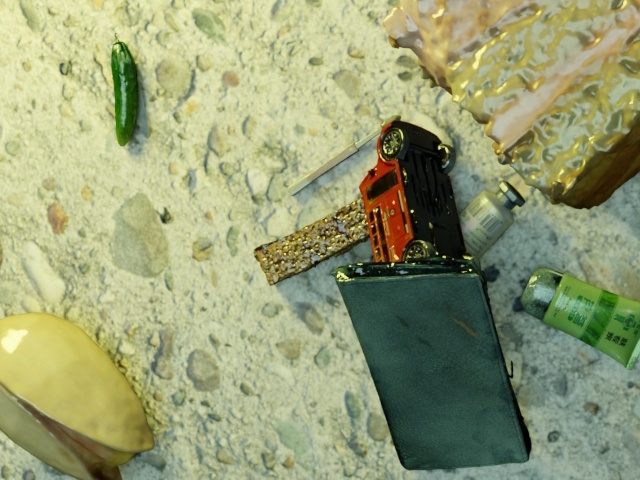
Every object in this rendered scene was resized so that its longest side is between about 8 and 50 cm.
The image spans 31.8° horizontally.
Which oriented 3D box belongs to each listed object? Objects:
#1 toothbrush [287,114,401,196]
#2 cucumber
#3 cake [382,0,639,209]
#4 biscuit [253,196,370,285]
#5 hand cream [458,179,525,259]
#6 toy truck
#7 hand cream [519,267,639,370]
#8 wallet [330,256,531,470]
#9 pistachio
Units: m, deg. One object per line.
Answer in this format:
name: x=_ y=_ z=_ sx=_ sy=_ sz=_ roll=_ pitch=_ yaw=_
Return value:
toothbrush: x=0.033 y=-0.121 z=1.587 sx=0.194 sy=0.017 sz=0.014 roll=-34 pitch=80 yaw=16
cucumber: x=-0.287 y=-0.222 z=1.648 sx=0.039 sy=0.039 sz=0.168 roll=0 pitch=96 yaw=14
cake: x=0.300 y=-0.228 z=1.371 sx=0.293 sy=0.314 sz=0.307 roll=-44 pitch=74 yaw=10
biscuit: x=0.000 y=0.000 z=1.595 sx=0.199 sy=0.034 sz=0.064 roll=-26 pitch=87 yaw=15
hand cream: x=0.169 y=0.027 z=1.548 sx=0.276 sy=0.059 sz=0.095 roll=-45 pitch=76 yaw=17
toy truck: x=0.123 y=-0.030 z=1.495 sx=0.114 sy=0.107 sz=0.252 roll=-34 pitch=56 yaw=40
hand cream: x=0.357 y=0.096 z=1.508 sx=0.175 sy=0.046 sz=0.095 roll=25 pitch=97 yaw=9
wallet: x=0.153 y=0.169 z=1.459 sx=0.191 sy=0.046 sz=0.379 roll=-5 pitch=130 yaw=19
pistachio: x=-0.379 y=0.231 z=1.628 sx=0.299 sy=0.187 sz=0.187 roll=42 pitch=102 yaw=3
